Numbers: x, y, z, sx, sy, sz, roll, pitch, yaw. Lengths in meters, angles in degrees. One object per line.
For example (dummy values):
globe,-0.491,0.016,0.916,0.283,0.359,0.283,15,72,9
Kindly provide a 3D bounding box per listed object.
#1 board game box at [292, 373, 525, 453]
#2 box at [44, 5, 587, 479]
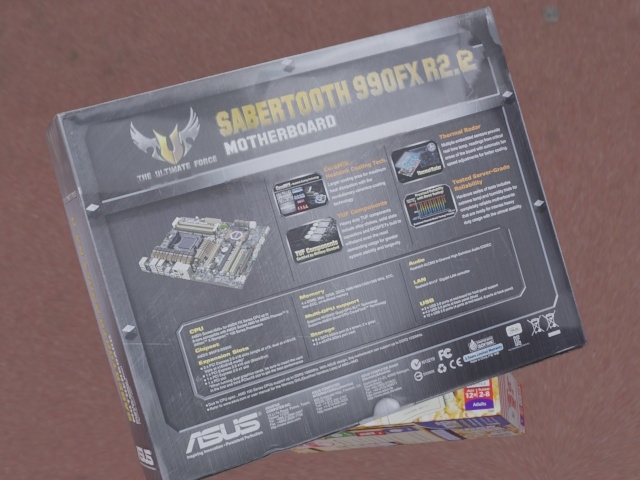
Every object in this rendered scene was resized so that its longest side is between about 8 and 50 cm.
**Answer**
board game box,0.054,0.132,0.992,0.193,0.147,0.045,-7,74,14
box,0.000,0.000,0.634,0.231,0.056,0.183,-17,91,-18
